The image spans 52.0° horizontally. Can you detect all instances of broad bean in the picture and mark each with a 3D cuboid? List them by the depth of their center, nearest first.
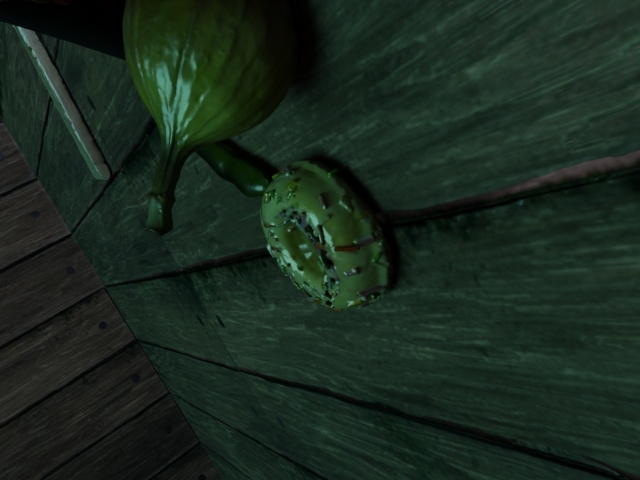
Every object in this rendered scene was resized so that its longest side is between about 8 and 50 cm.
[{"bbox_3d":[-0.125,-0.111,0.806,0.227,0.039,0.069,44,147,28],"label":"broad bean"}]

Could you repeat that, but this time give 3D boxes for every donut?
[{"bbox_3d":[0.000,0.000,0.668,0.174,0.068,0.174,44,152,30],"label":"donut"}]

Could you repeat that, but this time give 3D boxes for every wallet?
[{"bbox_3d":[-0.225,-0.233,0.619,0.044,0.250,0.149,-43,58,34],"label":"wallet"}]

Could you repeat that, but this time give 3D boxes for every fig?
[{"bbox_3d":[-0.089,-0.125,0.561,0.160,0.143,0.230,-17,80,61],"label":"fig"}]

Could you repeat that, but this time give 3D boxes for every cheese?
[{"bbox_3d":[-0.551,-0.306,1.383,0.085,0.034,0.400,17,134,55],"label":"cheese"}]

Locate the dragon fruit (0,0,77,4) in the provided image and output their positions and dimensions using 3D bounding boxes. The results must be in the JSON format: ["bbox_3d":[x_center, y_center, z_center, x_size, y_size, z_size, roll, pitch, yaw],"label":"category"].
[{"bbox_3d":[-0.194,-0.281,0.431,0.244,0.299,0.244,166,90,-88],"label":"dragon fruit"}]
